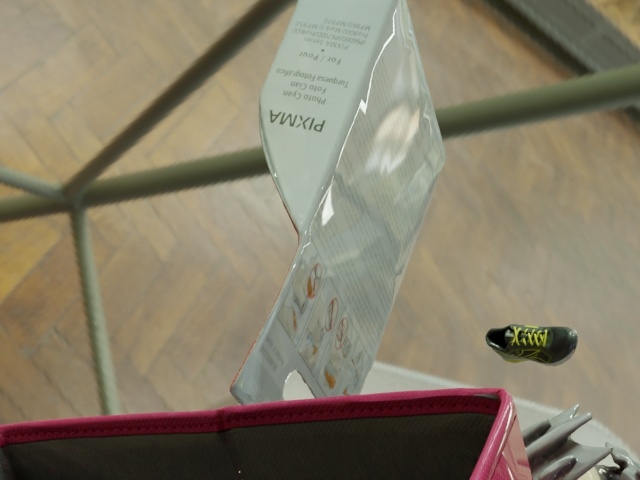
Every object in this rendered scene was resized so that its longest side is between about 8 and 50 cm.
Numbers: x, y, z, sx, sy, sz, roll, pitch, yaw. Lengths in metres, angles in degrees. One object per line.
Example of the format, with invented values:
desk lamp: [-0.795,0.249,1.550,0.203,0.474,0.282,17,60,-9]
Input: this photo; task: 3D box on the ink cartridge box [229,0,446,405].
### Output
ink cartridge box: [0.000,0.000,1.069,0.308,0.091,0.385,65,44,-61]

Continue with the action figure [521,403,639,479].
action figure: [0.132,0.192,0.642,0.285,0.185,0.099,40,21,-43]

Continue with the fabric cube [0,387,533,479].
fabric cube: [-0.051,0.229,0.404,0.254,0.259,0.258,-44,120,-56]

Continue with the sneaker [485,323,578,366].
sneaker: [0.166,0.082,0.947,0.035,0.083,0.031,25,65,-35]
